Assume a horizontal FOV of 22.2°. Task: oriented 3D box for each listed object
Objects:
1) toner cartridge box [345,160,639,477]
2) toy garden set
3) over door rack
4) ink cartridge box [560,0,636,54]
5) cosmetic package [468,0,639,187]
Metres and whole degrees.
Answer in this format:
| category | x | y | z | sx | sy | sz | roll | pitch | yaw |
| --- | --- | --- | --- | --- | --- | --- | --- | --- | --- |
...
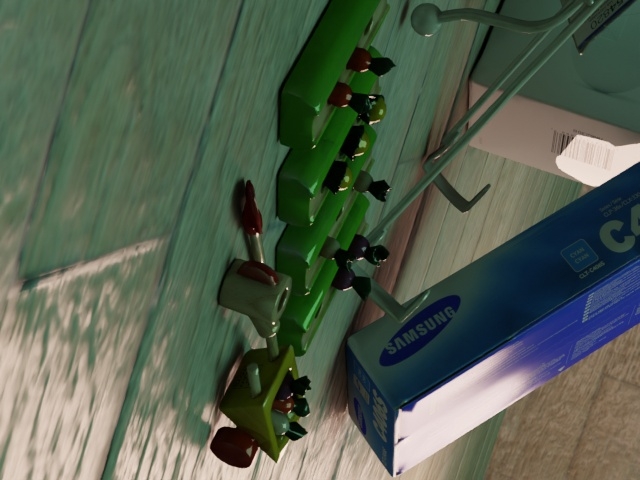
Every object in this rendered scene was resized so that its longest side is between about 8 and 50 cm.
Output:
| category | x | y | z | sx | sy | sz | roll | pitch | yaw |
| --- | --- | --- | --- | --- | --- | --- | --- | --- | --- |
| toner cartridge box | 0.184 | 0.052 | 1.345 | 0.347 | 0.075 | 0.165 | -30 | 155 | -13 |
| toy garden set | 0.000 | 0.000 | 0.915 | 0.244 | 0.049 | 0.204 | 93 | 20 | -54 |
| over door rack | 0.118 | -0.129 | 1.166 | 0.324 | 0.108 | 0.239 | -61 | 175 | 29 |
| ink cartridge box | 0.275 | -0.271 | 1.298 | 0.223 | 0.045 | 0.224 | -41 | -147 | 29 |
| cosmetic package | 0.276 | -0.173 | 1.484 | 0.138 | 0.224 | 0.225 | 80 | 32 | -67 |
